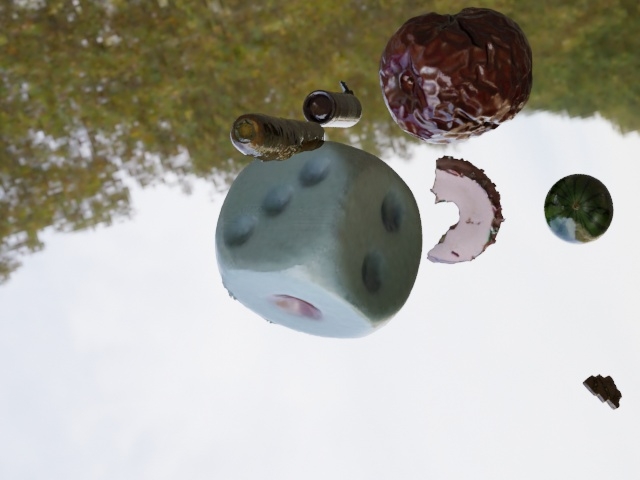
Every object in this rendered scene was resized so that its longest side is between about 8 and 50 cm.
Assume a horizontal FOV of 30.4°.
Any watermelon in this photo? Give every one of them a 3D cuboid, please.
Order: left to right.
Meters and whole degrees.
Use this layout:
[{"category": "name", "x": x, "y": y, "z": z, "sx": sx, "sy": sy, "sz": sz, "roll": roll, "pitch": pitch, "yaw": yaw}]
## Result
[{"category": "watermelon", "x": 0.355, "y": -0.043, "z": 1.613, "sx": 0.109, "sy": 0.109, "sz": 0.109, "roll": 46, "pitch": -144, "yaw": -48}]

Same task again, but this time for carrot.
[{"category": "carrot", "x": -0.049, "y": -0.150, "z": 1.732, "sx": 0.342, "sy": 0.070, "sz": 0.070, "roll": -13, "pitch": -92, "yaw": -72}]

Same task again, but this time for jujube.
[{"category": "jujube", "x": 0.213, "y": -0.250, "z": 1.786, "sx": 0.232, "sy": 0.213, "sz": 0.213, "roll": -20, "pitch": -85, "yaw": -36}]

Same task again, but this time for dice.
[{"category": "dice", "x": 0.000, "y": 0.000, "z": 2.004, "sx": 0.264, "sy": 0.268, "sz": 0.262, "roll": 41, "pitch": -119, "yaw": -43}]

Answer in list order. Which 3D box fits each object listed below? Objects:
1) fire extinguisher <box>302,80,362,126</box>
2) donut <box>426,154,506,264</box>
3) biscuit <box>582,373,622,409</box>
[{"category": "fire extinguisher", "x": 0.033, "y": -0.278, "z": 2.379, "sx": 0.231, "sy": 0.071, "sz": 0.099, "roll": -17, "pitch": -91, "yaw": -69}, {"category": "donut", "x": 0.215, "y": -0.044, "z": 1.714, "sx": 0.065, "sy": 0.117, "sz": 0.166, "roll": -49, "pitch": -36, "yaw": -62}, {"category": "biscuit", "x": 0.549, "y": 0.287, "z": 2.292, "sx": 0.092, "sy": 0.016, "sz": 0.082, "roll": 25, "pitch": -139, "yaw": -19}]
